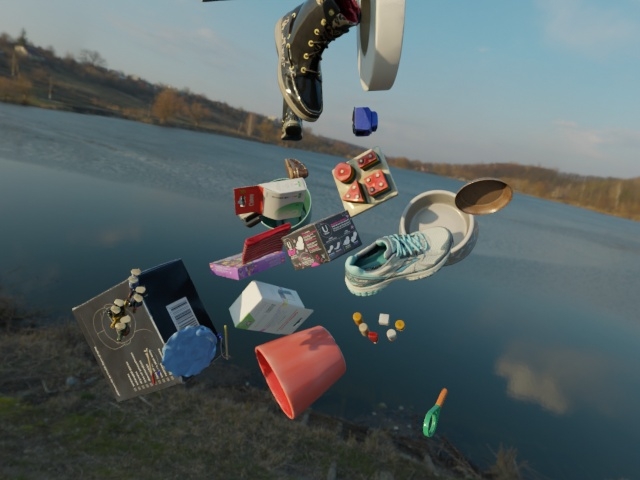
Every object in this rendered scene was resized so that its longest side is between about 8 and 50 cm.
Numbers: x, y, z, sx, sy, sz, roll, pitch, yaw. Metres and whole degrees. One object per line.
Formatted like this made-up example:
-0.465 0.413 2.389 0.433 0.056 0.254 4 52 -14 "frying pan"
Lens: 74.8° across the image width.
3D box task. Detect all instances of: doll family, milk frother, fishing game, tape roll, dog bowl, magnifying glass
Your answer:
-0.500 0.163 1.094 0.076 0.193 0.111 26 -31 -6 "doll family"
-0.293 -0.140 1.711 0.143 0.135 0.129 46 39 -27 "milk frother"
-0.431 0.359 1.372 0.264 0.189 0.041 -16 25 -29 "fishing game"
0.155 -0.615 1.148 0.072 0.392 0.392 -4 13 -1 "tape roll"
0.511 -0.064 1.836 0.349 0.348 0.102 17 -12 24 "dog bowl"
0.463 0.685 1.681 0.026 0.092 0.231 3 28 37 "magnifying glass"

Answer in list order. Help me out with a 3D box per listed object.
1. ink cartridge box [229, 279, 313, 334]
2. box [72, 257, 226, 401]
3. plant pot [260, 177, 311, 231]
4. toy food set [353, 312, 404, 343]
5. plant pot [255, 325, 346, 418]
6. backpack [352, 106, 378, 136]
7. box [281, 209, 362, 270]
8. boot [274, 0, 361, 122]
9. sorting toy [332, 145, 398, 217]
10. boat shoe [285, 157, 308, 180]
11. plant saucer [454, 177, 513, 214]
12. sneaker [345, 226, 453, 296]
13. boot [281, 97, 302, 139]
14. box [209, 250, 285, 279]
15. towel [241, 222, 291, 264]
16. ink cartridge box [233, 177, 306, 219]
-0.226 0.327 1.985 0.353 0.207 0.119 23 26 -46 "ink cartridge box"
-0.759 0.401 1.857 0.472 0.479 0.297 -24 2 28 "box"
-0.176 -0.149 2.246 0.293 0.293 0.235 14 -18 13 "plant pot"
0.262 0.399 1.882 0.232 0.111 0.104 3 -29 17 "toy food set"
-0.062 0.443 1.478 0.243 0.274 0.275 -24 27 -22 "plant pot"
0.170 -0.450 1.619 0.101 0.097 0.120 5 -3 2 "backpack"
0.000 0.000 1.507 0.163 0.142 0.247 -26 4 -33 "box"
-0.005 -0.588 1.274 0.138 0.377 0.284 2 -16 -39 "boot"
0.186 -0.274 1.908 0.255 0.257 0.089 -26 -19 23 "sorting toy"
-0.090 -0.262 1.558 0.073 0.073 0.207 -13 26 -7 "boat shoe"
0.586 -0.165 1.512 0.199 0.198 0.036 10 55 -5 "plant saucer"
0.187 0.037 0.991 0.283 0.122 0.110 -26 52 -2 "sneaker"
-0.113 -0.500 1.668 0.085 0.178 0.236 -1 -2 -8 "boot"
-0.335 0.103 1.954 0.201 0.057 0.293 7 18 39 "box"
-0.228 0.020 1.733 0.199 0.031 0.275 -22 -15 -21 "towel"
-0.168 -0.124 1.387 0.225 0.056 0.181 -13 -23 -15 "ink cartridge box"
